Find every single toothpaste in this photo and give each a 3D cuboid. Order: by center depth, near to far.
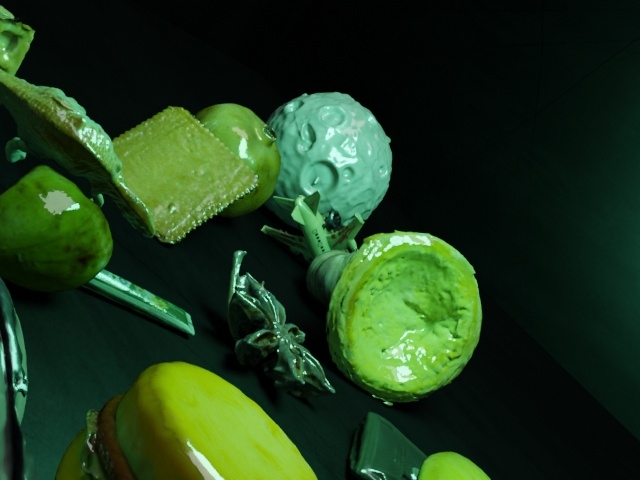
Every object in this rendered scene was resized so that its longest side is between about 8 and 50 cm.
[{"bbox_3d":[-0.251,0.074,1.074,0.204,0.031,0.049,32,17,-34],"label":"toothpaste"}]

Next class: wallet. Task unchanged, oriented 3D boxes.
[{"bbox_3d":[0.147,0.363,1.165,0.245,0.052,0.168,41,17,-5],"label":"wallet"}]

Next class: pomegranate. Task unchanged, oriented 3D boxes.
[{"bbox_3d":[-0.185,-0.153,1.582,0.233,0.233,0.233,37,14,-11],"label":"pomegranate"}]

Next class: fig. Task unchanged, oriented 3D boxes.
[{"bbox_3d":[-0.333,-0.013,0.941,0.165,0.144,0.154,-7,84,-60],"label":"fig"}]

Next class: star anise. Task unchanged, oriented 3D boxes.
[{"bbox_3d":[-0.079,0.138,1.208,0.262,0.081,0.230,54,17,12],"label":"star anise"}]

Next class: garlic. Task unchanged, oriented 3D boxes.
[{"bbox_3d":[0.088,0.105,1.594,0.245,0.161,0.245,9,-7,1],"label":"garlic"}]

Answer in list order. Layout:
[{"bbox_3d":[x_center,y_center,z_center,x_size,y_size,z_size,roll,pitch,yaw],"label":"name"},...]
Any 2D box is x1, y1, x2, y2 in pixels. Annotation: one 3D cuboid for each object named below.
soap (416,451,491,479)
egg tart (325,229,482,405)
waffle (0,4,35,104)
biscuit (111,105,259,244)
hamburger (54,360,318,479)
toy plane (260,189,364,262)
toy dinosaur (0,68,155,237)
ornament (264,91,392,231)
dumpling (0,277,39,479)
[{"bbox_3d":[0.208,0.438,0.874,0.306,0.115,0.427,25,39,-57],"label":"soap"},{"bbox_3d":[0.139,0.129,1.432,0.315,0.315,0.120,34,-8,-21],"label":"egg tart"},{"bbox_3d":[-0.514,-0.220,0.940,0.091,0.213,0.308,36,12,27],"label":"waffle"},{"bbox_3d":[-0.258,-0.121,1.407,0.237,0.013,0.232,42,57,15],"label":"biscuit"},{"bbox_3d":[-0.109,0.229,0.665,0.246,0.170,0.246,47,4,-4],"label":"hamburger"},{"bbox_3d":[0.000,0.000,1.713,0.256,0.242,0.104,56,40,-38],"label":"toy plane"},{"bbox_3d":[-0.353,-0.153,0.986,0.205,0.092,0.393,20,-29,47],"label":"toy dinosaur"},{"bbox_3d":[0.002,-0.178,1.891,0.337,0.337,0.337,37,14,-11],"label":"ornament"},{"bbox_3d":[-0.311,0.101,0.579,0.204,0.163,0.293,31,27,-46],"label":"dumpling"}]
